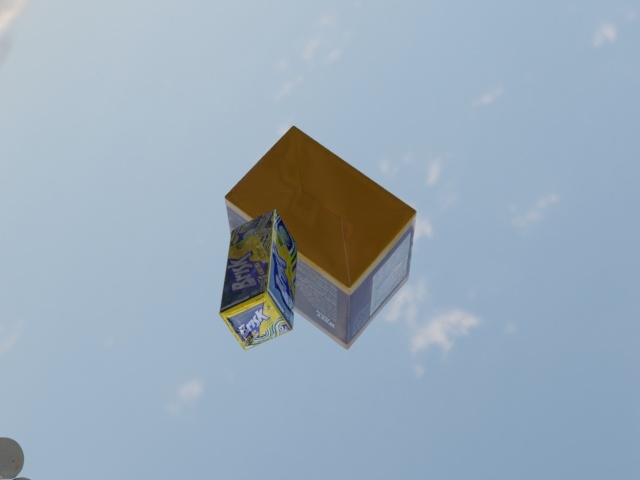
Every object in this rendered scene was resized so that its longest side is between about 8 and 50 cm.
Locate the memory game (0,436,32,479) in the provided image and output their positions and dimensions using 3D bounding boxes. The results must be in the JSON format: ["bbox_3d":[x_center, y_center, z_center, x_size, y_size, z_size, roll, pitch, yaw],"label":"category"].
[{"bbox_3d":[-0.307,0.225,1.068,0.012,0.186,0.186,-21,-143,40],"label":"memory game"}]

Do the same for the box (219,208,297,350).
[{"bbox_3d":[-0.062,0.038,1.350,0.059,0.054,0.169,-25,-153,15],"label":"box"}]

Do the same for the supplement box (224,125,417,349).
[{"bbox_3d":[0.000,0.000,1.592,0.129,0.191,0.194,-48,162,-20],"label":"supplement box"}]
